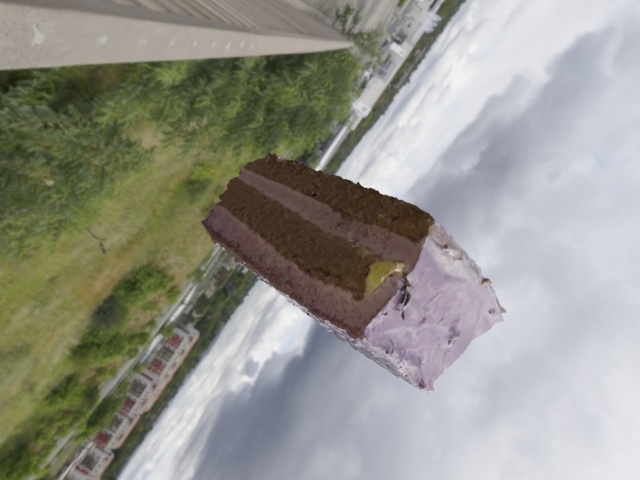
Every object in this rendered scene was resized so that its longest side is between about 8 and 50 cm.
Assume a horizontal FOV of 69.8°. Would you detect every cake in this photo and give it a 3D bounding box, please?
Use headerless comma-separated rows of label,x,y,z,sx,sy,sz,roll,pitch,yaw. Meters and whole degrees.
cake,0.000,0.000,0.394,0.116,0.295,0.113,-51,143,-11
